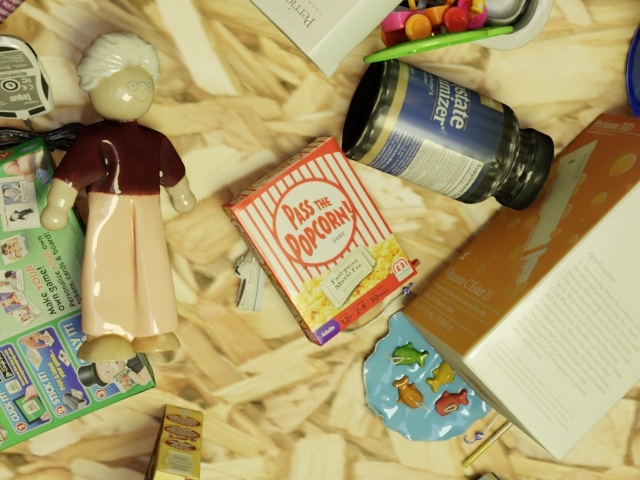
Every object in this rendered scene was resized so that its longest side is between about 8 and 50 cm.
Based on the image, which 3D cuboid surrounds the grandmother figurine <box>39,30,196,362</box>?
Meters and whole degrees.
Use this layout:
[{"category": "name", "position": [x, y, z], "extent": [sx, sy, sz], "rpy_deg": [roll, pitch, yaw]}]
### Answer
[{"category": "grandmother figurine", "position": [-0.206, -0.051, 1.219], "extent": [0.104, 0.208, 0.342], "rpy_deg": [0, 95, 27]}]

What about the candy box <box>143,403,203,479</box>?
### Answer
[{"category": "candy box", "position": [-0.171, 0.273, 1.295], "extent": [0.053, 0.186, 0.109], "rpy_deg": [14, 103, -9]}]

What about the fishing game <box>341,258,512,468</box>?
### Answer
[{"category": "fishing game", "position": [0.142, 0.163, 1.393], "extent": [0.189, 0.041, 0.264], "rpy_deg": [-39, 107, 0]}]

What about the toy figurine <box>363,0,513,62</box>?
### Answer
[{"category": "toy figurine", "position": [0.110, -0.277, 1.169], "extent": [0.173, 0.130, 0.159], "rpy_deg": [-15, 97, -28]}]

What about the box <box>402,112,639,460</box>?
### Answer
[{"category": "box", "position": [0.293, 0.039, 1.272], "extent": [0.345, 0.215, 0.168], "rpy_deg": [-44, 106, -4]}]

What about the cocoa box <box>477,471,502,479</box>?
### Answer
[{"category": "cocoa box", "position": [0.172, 0.499, 1.357], "extent": [0.347, 0.228, 0.231], "rpy_deg": [-37, 115, -6]}]

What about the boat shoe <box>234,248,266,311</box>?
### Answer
[{"category": "boat shoe", "position": [-0.083, 0.035, 1.326], "extent": [0.035, 0.035, 0.100], "rpy_deg": [3, 111, -12]}]

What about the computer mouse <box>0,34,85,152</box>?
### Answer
[{"category": "computer mouse", "position": [-0.312, -0.156, 1.191], "extent": [0.106, 0.042, 0.193], "rpy_deg": [-6, 147, -2]}]

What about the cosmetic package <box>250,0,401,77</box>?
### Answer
[{"category": "cosmetic package", "position": [-0.028, -0.391, 1.101], "extent": [0.284, 0.097, 0.377], "rpy_deg": [-46, 77, 7]}]

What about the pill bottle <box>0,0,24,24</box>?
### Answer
[{"category": "pill bottle", "position": [-0.352, -0.301, 1.123], "extent": [0.301, 0.169, 0.169], "rpy_deg": [-44, 107, 4]}]

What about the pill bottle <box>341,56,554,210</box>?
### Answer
[{"category": "pill bottle", "position": [0.144, -0.113, 1.275], "extent": [0.219, 0.123, 0.123], "rpy_deg": [20, 101, -14]}]

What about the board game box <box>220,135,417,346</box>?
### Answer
[{"category": "board game box", "position": [0.000, 0.000, 1.302], "extent": [0.147, 0.045, 0.193], "rpy_deg": [-37, 105, -14]}]

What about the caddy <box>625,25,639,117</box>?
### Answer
[{"category": "caddy", "position": [0.508, -0.226, 1.278], "extent": [0.341, 0.179, 0.241], "rpy_deg": [-44, 84, 5]}]

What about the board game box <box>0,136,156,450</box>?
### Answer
[{"category": "board game box", "position": [-0.341, 0.068, 1.261], "extent": [0.213, 0.046, 0.317], "rpy_deg": [-22, 115, -4]}]

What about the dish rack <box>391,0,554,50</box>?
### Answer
[{"category": "dish rack", "position": [0.142, -0.394, 1.227], "extent": [0.285, 0.072, 0.333], "rpy_deg": [13, 103, -11]}]
